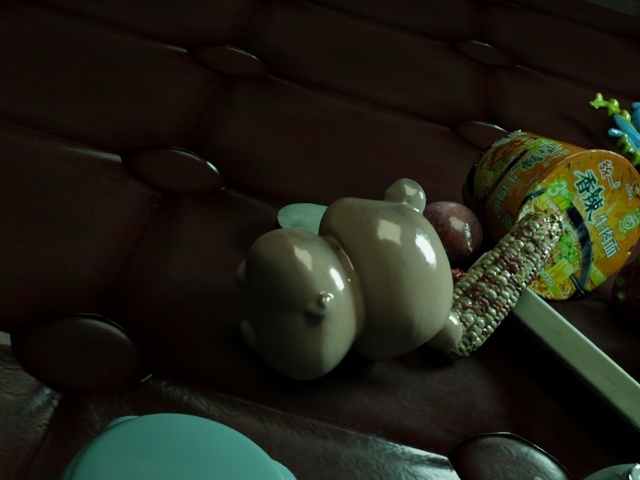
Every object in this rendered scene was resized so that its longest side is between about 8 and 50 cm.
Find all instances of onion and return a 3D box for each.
[{"bbox_3d":[0.472,0.070,1.737,0.117,0.118,0.118,-13,37,-19],"label":"onion"}]

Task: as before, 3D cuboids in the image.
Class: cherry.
[{"bbox_3d":[0.156,-0.022,1.763,0.107,0.090,0.225,-14,21,-23],"label":"cherry"}]

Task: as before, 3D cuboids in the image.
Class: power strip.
[{"bbox_3d":[0.321,0.141,1.536,0.367,0.043,0.106,45,2,42],"label":"power strip"}]

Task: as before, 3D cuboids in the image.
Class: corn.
[{"bbox_3d":[0.219,0.052,1.532,0.079,0.079,0.237,33,75,28],"label":"corn"}]

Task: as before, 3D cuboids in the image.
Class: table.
[{"bbox_3d":[0.000,0.000,1.660,0.133,0.043,0.133,14,27,-7],"label":"table"}]

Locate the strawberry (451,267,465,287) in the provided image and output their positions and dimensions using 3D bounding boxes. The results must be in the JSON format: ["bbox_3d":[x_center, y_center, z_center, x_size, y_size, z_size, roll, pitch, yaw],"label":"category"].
[{"bbox_3d":[0.176,0.070,1.612,0.073,0.073,0.083,23,14,11],"label":"strawberry"}]

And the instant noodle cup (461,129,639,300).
[{"bbox_3d":[0.328,-0.052,1.776,0.230,0.230,0.182,2,23,-28],"label":"instant noodle cup"}]

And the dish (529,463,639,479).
[{"bbox_3d":[0.347,0.291,1.286,0.246,0.078,0.224,19,29,4],"label":"dish"}]

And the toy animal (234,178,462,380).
[{"bbox_3d":[0.026,0.051,1.408,0.230,0.210,0.221,-8,6,28],"label":"toy animal"}]

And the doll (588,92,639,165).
[{"bbox_3d":[0.708,-0.164,2.345,0.346,0.098,0.341,-3,46,-26],"label":"doll"}]

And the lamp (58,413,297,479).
[{"bbox_3d":[-0.127,0.256,0.997,0.209,0.147,0.284,16,19,1],"label":"lamp"}]
